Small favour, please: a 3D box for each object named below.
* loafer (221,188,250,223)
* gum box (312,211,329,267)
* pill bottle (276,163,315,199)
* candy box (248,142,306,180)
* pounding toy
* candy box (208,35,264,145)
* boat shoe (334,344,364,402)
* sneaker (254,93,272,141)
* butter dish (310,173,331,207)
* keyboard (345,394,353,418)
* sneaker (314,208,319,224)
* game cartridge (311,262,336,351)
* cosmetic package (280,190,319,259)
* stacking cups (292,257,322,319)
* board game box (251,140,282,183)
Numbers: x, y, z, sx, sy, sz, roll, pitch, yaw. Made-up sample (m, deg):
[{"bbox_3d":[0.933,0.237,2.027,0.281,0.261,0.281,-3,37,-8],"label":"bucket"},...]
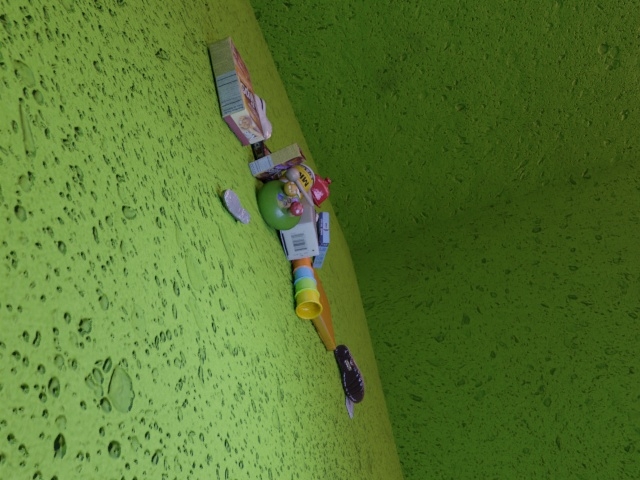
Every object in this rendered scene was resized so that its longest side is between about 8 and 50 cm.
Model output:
[{"bbox_3d":[-0.231,-0.087,1.155,0.045,0.039,0.125,-65,146,-27],"label":"loafer"},{"bbox_3d":[0.000,0.000,1.817,0.184,0.041,0.157,105,-12,-52],"label":"gum box"},{"bbox_3d":[-0.114,-0.204,1.696,0.208,0.119,0.119,-56,132,-47],"label":"pill bottle"},{"bbox_3d":[-0.152,-0.279,1.570,0.109,0.186,0.053,9,60,-81],"label":"candy box"},{"bbox_3d":[-0.097,-0.149,1.523,0.183,0.110,0.237,56,46,-15],"label":"pounding toy"},{"bbox_3d":[-0.288,-0.510,1.509,0.183,0.087,0.317,53,20,-67],"label":"candy box"},{"bbox_3d":[0.137,0.595,1.965,0.095,0.095,0.258,68,6,-70],"label":"boat shoe"},{"bbox_3d":[-0.262,-0.490,1.737,0.095,0.090,0.235,33,34,-59],"label":"sneaker"},{"bbox_3d":[-0.008,-0.233,1.909,0.160,0.118,0.160,58,2,-9],"label":"butter dish"},{"bbox_3d":[0.132,0.707,1.975,0.256,0.014,0.072,-46,113,-82],"label":"keyboard"},{"bbox_3d":[-0.081,-0.121,1.966,0.331,0.122,0.146,59,6,-23],"label":"sneaker"},{"bbox_3d":[-0.016,0.259,1.838,0.285,0.052,0.324,-98,170,-52],"label":"game cartridge"},{"bbox_3d":[-0.084,-0.071,1.731,0.296,0.129,0.153,-95,174,-59],"label":"cosmetic package"},{"bbox_3d":[-0.062,0.149,1.633,0.316,0.096,0.096,-104,172,-53],"label":"stacking cups"},{"bbox_3d":[-0.204,-0.287,1.766,0.243,0.042,0.165,39,34,-76],"label":"board game box"}]
